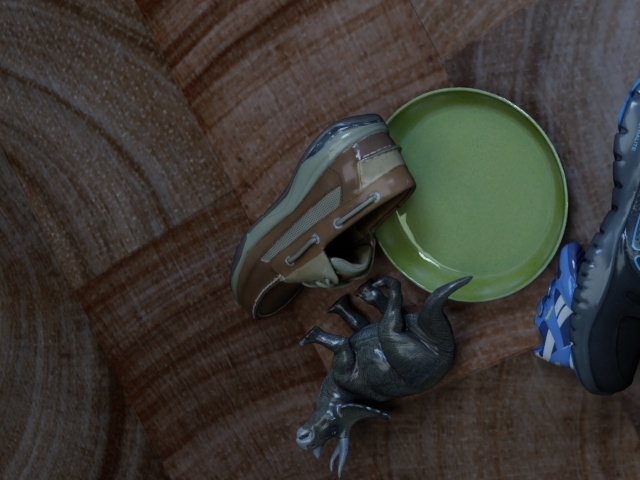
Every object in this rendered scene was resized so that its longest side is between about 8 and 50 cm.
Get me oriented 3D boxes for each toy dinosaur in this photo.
[{"bbox_3d":[0.084,0.128,1.252,0.313,0.121,0.160,-38,94,27],"label":"toy dinosaur"}]

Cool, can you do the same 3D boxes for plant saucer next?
[{"bbox_3d":[0.163,-0.052,1.185,0.241,0.037,0.240,8,107,28],"label":"plant saucer"}]

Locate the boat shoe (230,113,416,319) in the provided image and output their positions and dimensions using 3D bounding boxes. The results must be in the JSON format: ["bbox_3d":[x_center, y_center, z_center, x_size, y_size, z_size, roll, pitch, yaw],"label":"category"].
[{"bbox_3d":[0.000,0.000,1.215,0.120,0.123,0.324,52,137,18],"label":"boat shoe"}]

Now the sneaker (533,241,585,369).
[{"bbox_3d":[0.259,0.071,1.151,0.059,0.053,0.144,8,106,31],"label":"sneaker"}]

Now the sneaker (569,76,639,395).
[{"bbox_3d":[0.338,0.011,1.049,0.140,0.125,0.340,17,113,21],"label":"sneaker"}]
